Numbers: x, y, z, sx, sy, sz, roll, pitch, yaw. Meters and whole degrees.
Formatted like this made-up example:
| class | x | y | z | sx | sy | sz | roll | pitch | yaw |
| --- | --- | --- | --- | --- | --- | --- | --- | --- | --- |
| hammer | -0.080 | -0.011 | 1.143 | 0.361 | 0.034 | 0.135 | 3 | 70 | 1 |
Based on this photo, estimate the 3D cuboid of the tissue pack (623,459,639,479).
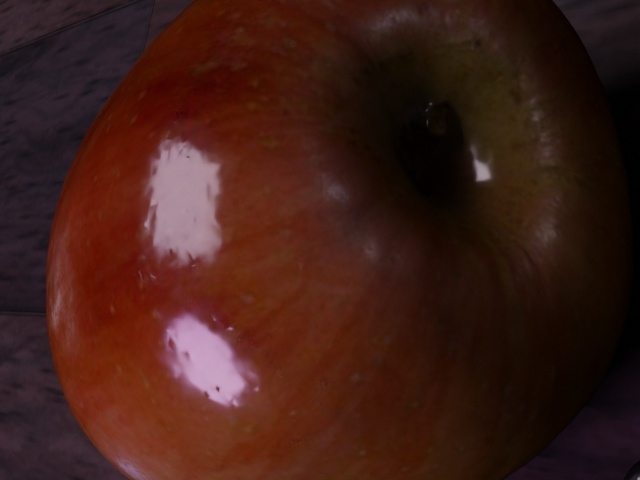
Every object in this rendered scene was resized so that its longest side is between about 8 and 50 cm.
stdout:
| class | x | y | z | sx | sy | sz | roll | pitch | yaw |
| --- | --- | --- | --- | --- | --- | --- | --- | --- | --- |
| tissue pack | 0.123 | 0.151 | 0.677 | 0.085 | 0.028 | 0.138 | -64 | 24 | 23 |

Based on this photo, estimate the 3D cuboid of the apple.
| class | x | y | z | sx | sy | sz | roll | pitch | yaw |
| --- | --- | --- | --- | --- | --- | --- | --- | --- | --- |
| apple | 0.000 | 0.000 | 0.777 | 0.241 | 0.242 | 0.242 | -32 | 48 | 58 |
